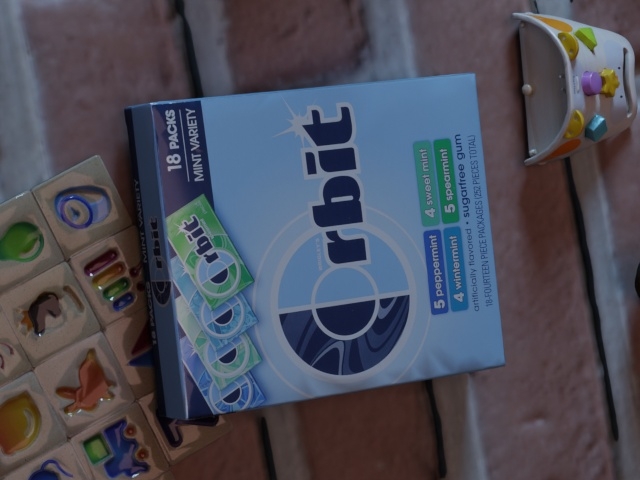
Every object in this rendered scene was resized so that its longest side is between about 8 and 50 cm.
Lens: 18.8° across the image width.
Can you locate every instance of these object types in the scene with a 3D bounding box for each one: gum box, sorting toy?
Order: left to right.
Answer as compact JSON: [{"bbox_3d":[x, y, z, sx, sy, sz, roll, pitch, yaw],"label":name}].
[{"bbox_3d":[0.000,0.000,0.983,0.184,0.041,0.157,-7,93,-25],"label":"gum box"},{"bbox_3d":[0.147,-0.086,1.058,0.075,0.045,0.083,-8,94,-43],"label":"sorting toy"}]

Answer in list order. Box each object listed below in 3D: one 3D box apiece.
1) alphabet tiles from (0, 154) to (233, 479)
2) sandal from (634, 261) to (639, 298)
[{"bbox_3d":[-0.141,0.107,0.945,0.198,0.009,0.237,-30,102,-21],"label":"alphabet tiles"},{"bbox_3d":[0.278,0.011,1.101,0.219,0.090,0.060,3,67,-17],"label":"sandal"}]
